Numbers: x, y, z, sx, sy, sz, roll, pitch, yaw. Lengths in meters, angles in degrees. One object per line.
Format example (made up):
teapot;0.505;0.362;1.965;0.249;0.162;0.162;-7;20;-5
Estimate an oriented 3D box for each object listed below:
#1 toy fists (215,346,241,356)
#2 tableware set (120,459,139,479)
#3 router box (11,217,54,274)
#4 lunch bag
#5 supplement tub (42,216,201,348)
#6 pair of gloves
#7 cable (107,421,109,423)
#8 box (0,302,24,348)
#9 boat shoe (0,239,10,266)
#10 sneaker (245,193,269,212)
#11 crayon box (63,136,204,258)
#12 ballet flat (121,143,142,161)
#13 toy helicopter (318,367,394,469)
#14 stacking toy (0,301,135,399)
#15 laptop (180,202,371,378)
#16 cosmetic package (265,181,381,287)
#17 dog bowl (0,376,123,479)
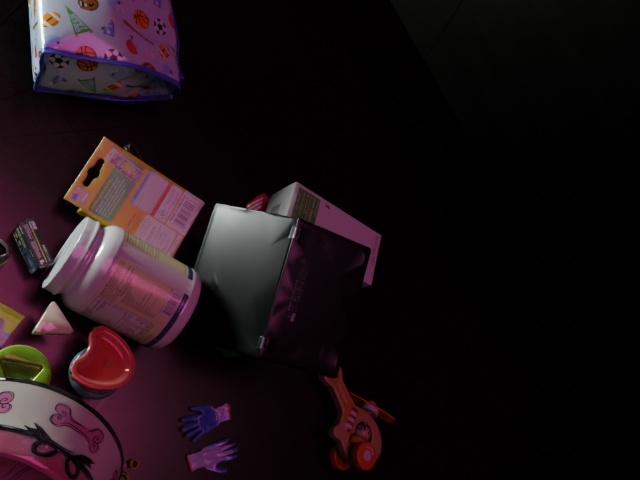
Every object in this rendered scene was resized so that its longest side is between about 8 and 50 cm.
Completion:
toy fists;-0.265;0.197;1.706;0.096;0.142;0.279;-4;78;-54
tableware set;-0.470;0.632;1.478;0.104;0.024;0.154;-2;77;-40
router box;-0.703;0.017;1.438;0.038;0.092;0.122;-26;92;-41
lunch bag;-0.585;-0.566;1.628;0.386;0.239;0.327;-2;76;-32
supplement tub;-0.494;0.108;1.484;0.325;0.235;0.235;34;57;-26
pair of gloves;-0.306;0.552;1.636;0.159;0.023;0.198;-6;80;-40
cable;-0.587;0.493;1.411;0.185;0.047;0.150;24;62;-32
box;-0.781;0.222;1.343;0.109;0.042;0.178;38;55;-21
boat shoe;-0.848;-0.016;1.331;0.285;0.092;0.102;27;61;-30
sneaker;-0.146;-0.095;1.929;0.221;0.087;0.128;-1;78;-40
crayon box;-0.509;-0.105;1.616;0.323;0.083;0.203;36;69;-26
ballet flat;-0.517;-0.195;1.683;0.057;0.049;0.173;-37;100;-39
toy helicopter;0.101;0.545;1.896;0.235;0.140;0.355;-24;89;-43
stacking toy;-0.611;0.325;1.359;0.279;0.130;0.309;44;42;-14
laptop;-0.124;0.136;1.638;0.408;0.236;0.381;22;79;-31
cosmetic package;0.000;0.000;1.855;0.366;0.155;0.196;29;59;-28
dog bowl;-0.611;0.470;1.154;0.408;0.408;0.150;42;20;-22
